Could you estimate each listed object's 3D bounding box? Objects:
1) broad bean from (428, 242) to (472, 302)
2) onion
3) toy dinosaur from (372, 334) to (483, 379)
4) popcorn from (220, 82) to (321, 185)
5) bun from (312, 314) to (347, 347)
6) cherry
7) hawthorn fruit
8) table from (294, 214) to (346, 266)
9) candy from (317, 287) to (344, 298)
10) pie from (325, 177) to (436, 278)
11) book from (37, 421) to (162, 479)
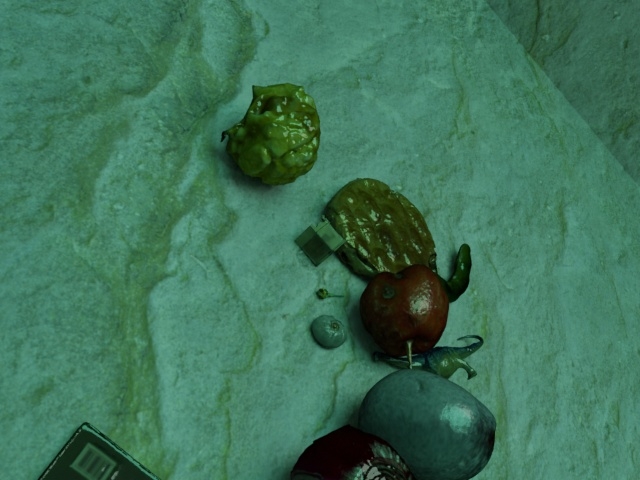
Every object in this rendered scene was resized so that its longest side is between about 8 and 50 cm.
[{"bbox_3d":[0.347,0.089,1.976,0.292,0.050,0.144,-12,100,-60],"label":"broad bean"},{"bbox_3d":[0.064,0.441,1.371,0.207,0.216,0.206,-19,76,-40],"label":"onion"},{"bbox_3d":[0.287,0.296,1.785,0.363,0.076,0.147,-6,53,-37],"label":"toy dinosaur"},{"bbox_3d":[-0.111,-0.247,1.744,0.225,0.249,0.249,15,49,-10],"label":"popcorn"},{"bbox_3d":[0.022,0.198,1.653,0.083,0.045,0.083,25,42,-24],"label":"bun"},{"bbox_3d":[0.205,0.380,1.519,0.218,0.296,0.254,-48,124,-47],"label":"cherry"},{"bbox_3d":[0.191,0.182,1.683,0.208,0.207,0.243,23,42,-26],"label":"hawthorn fruit"},{"bbox_3d":[0.000,0.000,1.756,0.083,0.079,0.062,48,43,2],"label":"table"},{"bbox_3d":[0.025,0.124,1.734,0.083,0.025,0.023,9,83,-46],"label":"candy"},{"bbox_3d":[0.157,-0.017,1.906,0.340,0.083,0.339,24,45,-26],"label":"pie"},{"bbox_3d":[-0.360,0.487,1.120,0.260,0.043,0.371,40,41,-7],"label":"book"}]
